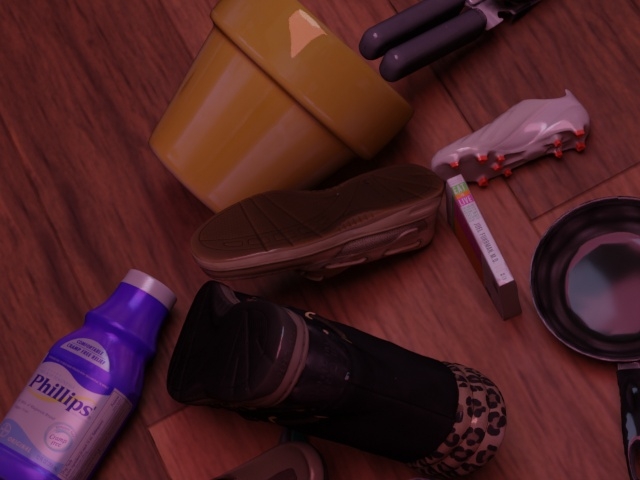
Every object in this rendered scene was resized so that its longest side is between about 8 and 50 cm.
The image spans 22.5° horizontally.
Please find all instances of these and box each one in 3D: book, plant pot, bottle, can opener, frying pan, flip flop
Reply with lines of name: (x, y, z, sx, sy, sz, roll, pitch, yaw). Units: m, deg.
book: (0.181, 0.008, 1.797, 0.035, 0.096, 0.144, -23, 63, -1)
plant pot: (-0.062, -0.147, 1.852, 0.239, 0.254, 0.254, -47, 64, 6)
bottle: (-0.262, 0.165, 1.812, 0.118, 0.092, 0.283, 26, 72, 22)
can opener: (0.164, -0.276, 1.904, 0.280, 0.093, 0.074, -32, 70, -30)
frying pan: (0.355, 0.097, 1.746, 0.197, 0.053, 0.326, -25, 65, -1)
flip flop: (-0.112, 0.303, 1.694, 0.277, 0.080, 0.112, -37, 62, 20)

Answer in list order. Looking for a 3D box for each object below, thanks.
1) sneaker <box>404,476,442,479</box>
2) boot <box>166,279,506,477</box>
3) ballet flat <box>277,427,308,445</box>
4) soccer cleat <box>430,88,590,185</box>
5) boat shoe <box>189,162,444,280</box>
sneaker: (0.087, 0.362, 1.666, 0.086, 0.085, 0.237, 0, 66, 40)
boot: (0.006, 0.148, 1.711, 0.284, 0.377, 0.138, 20, 81, -19)
ballet flat: (-0.028, 0.290, 1.727, 0.070, 0.070, 0.188, -19, 60, 2)
soccer cleat: (0.217, -0.119, 1.872, 0.196, 0.068, 0.076, -17, 58, -5)
boat shoe: (0.000, 0.000, 1.785, 0.302, 0.098, 0.109, -17, 41, -24)
